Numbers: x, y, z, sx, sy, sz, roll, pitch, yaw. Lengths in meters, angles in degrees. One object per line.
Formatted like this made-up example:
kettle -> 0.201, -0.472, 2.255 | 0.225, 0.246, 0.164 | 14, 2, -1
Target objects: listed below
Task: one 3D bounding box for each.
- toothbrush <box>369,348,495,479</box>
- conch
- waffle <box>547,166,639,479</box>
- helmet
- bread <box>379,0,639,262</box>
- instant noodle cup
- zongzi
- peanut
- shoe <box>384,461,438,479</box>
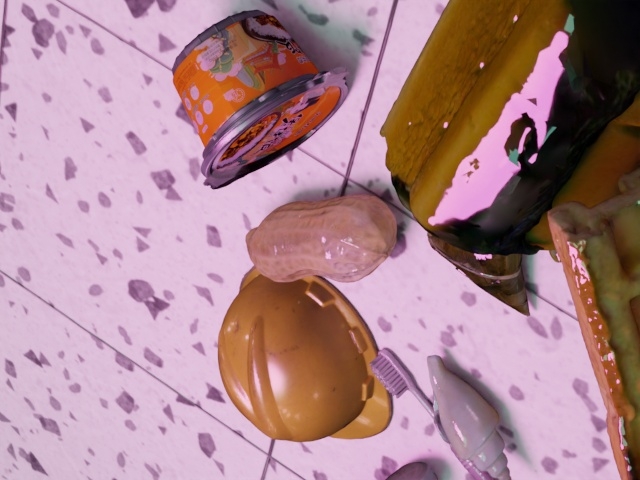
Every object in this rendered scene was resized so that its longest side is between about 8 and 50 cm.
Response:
toothbrush -> 0.177, 0.269, 1.991 | 0.354, 0.029, 0.024 | 50, 152, -2
conch -> 0.170, 0.208, 1.936 | 0.180, 0.065, 0.088 | 59, 174, 4
waffle -> 0.372, 0.045, 1.456 | 0.077, 0.348, 0.304 | 34, 147, 61
helmet -> -0.043, 0.163, 2.022 | 0.205, 0.140, 0.257 | -14, 108, 45
bread -> 0.209, -0.151, 1.513 | 0.208, 0.251, 0.376 | 5, 138, -19
instant noodle cup -> -0.077, -0.162, 1.798 | 0.208, 0.177, 0.125 | -37, 76, 18
zongzi -> 0.167, 0.027, 1.808 | 0.109, 0.055, 0.119 | 17, 140, 33
peanut -> 0.000, 0.000, 1.899 | 0.214, 0.090, 0.098 | -3, 147, 43
shoe -> 0.082, 0.356, 2.086 | 0.100, 0.103, 0.251 | 48, 143, 2
